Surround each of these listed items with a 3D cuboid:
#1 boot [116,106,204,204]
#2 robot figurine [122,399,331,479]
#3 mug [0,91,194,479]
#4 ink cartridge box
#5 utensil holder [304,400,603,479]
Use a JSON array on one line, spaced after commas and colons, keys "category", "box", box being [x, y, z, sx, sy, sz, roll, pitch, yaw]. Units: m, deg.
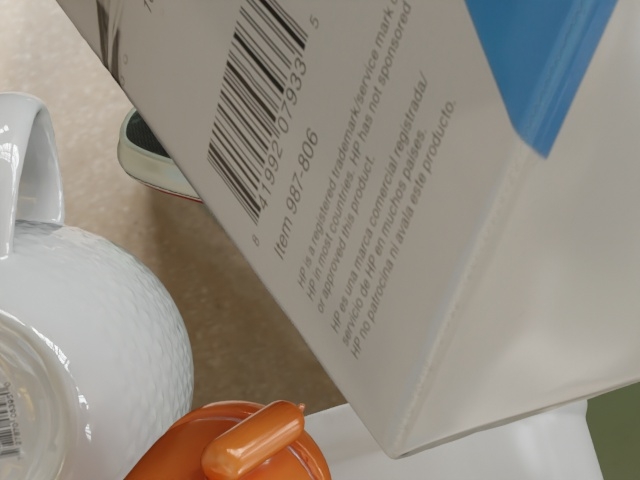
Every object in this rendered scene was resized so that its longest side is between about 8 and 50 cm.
[{"category": "boot", "box": [0.000, 0.000, 0.850, 0.176, 0.244, 0.088, 86, 19, -48]}, {"category": "robot figurine", "box": [-0.066, 0.178, 0.864, 0.219, 0.128, 0.158, -50, 132, -61]}, {"category": "mug", "box": [-0.242, 0.073, 1.082, 0.276, 0.328, 0.374, 3, 90, -1]}, {"category": "ink cartridge box", "box": [0.023, -0.166, 0.544, 0.166, 0.285, 0.395, -11, 47, -33]}, {"category": "utensil holder", "box": [0.107, 0.333, 1.159, 0.328, 0.328, 0.385, 2, 69, -46]}]
